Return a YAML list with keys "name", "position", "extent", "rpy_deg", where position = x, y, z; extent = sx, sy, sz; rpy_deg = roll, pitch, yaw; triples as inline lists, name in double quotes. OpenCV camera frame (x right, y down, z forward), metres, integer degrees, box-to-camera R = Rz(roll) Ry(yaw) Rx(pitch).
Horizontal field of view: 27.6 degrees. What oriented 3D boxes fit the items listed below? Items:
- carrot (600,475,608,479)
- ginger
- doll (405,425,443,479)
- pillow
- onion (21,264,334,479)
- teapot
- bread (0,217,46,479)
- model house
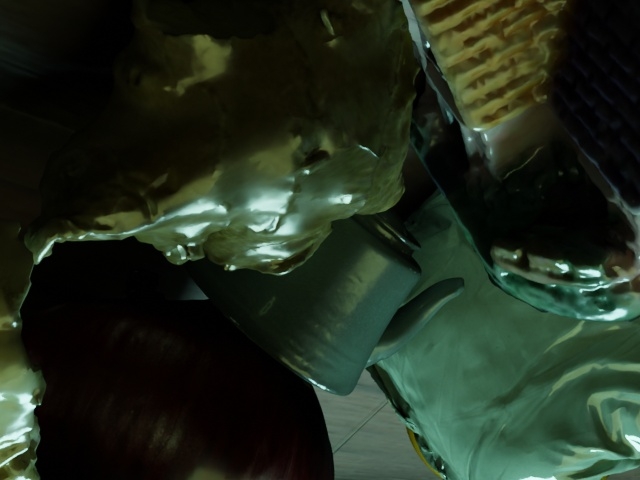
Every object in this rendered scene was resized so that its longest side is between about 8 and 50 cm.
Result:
- name: "carrot"
  position: [0.351, 0.271, 1.691]
  extent: [0.042, 0.042, 0.170]
  rpy_deg: [-32, 145, -2]
- name: "ginger"
  position: [-0.059, -0.060, 0.777]
  extent: [0.270, 0.123, 0.218]
  rpy_deg: [-29, 130, -15]
- name: "doll"
  position: [0.197, 0.174, 1.236]
  extent: [0.213, 0.236, 0.213]
  rpy_deg: [-23, 149, -14]
- name: "pillow"
  position: [0.171, 0.084, 1.079]
  extent: [0.283, 0.310, 0.138]
  rpy_deg: [-32, -176, 8]
- name: "onion"
  position: [-0.122, 0.171, 0.916]
  extent: [0.273, 0.285, 0.273]
  rpy_deg: [11, 162, 4]
- name: "teapot"
  position: [0.000, 0.000, 0.931]
  extent: [0.239, 0.162, 0.149]
  rpy_deg: [38, 98, -26]
- name: "bread"
  position: [-0.302, 0.104, 0.748]
  extent: [0.270, 0.211, 0.315]
  rpy_deg: [-11, 130, -23]
- name: "model house"
  position: [0.167, -0.103, 0.854]
  extent: [0.202, 0.237, 0.237]
  rpy_deg: [-25, 143, 0]
